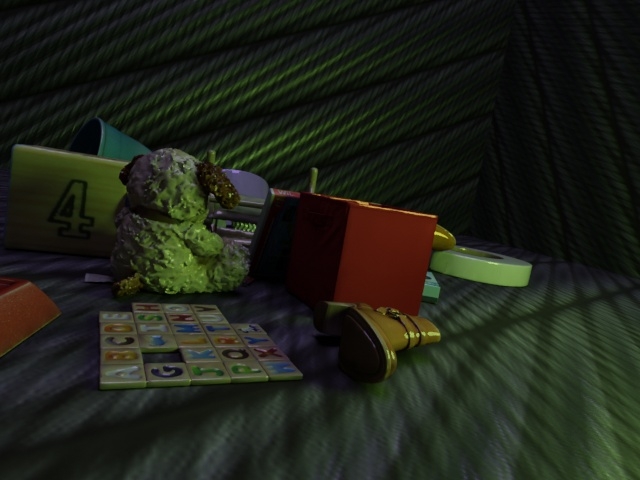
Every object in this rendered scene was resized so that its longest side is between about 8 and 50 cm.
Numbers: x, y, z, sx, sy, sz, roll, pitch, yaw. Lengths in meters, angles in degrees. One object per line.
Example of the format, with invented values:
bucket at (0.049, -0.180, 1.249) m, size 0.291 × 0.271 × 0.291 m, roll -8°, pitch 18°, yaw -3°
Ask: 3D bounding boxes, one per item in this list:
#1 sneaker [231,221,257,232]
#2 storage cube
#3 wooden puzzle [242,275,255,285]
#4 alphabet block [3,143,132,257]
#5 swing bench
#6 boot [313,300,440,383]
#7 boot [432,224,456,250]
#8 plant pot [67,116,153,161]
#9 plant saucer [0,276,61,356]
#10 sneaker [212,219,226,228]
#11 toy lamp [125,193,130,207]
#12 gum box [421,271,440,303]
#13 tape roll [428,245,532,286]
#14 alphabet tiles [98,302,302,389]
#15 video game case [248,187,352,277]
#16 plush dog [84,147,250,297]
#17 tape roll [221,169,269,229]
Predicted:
sneaker at (-0.135, -0.028, 1.417) m, size 0.293 × 0.102 × 0.146 m, roll 12°, pitch 0°, yaw -14°
storage cube at (0.064, 0.025, 0.811) m, size 0.215 × 0.193 × 0.183 m, roll 5°, pitch 8°, yaw -28°
wooden puzzle at (-0.156, 0.075, 0.871) m, size 0.049 × 0.006 × 0.083 m, roll 10°, pitch 7°, yaw 4°
alphabet block at (-0.494, -0.081, 0.913) m, size 0.197 × 0.193 × 0.192 m, roll 7°, pitch 9°, yaw -21°
swing bench at (-0.150, -0.042, 1.038) m, size 0.253 × 0.255 × 0.165 m, roll 8°, pitch 44°, yaw -5°
boot at (0.091, 0.122, 0.576) m, size 0.152 × 0.073 × 0.197 m, roll 11°, pitch 8°, yaw -21°
boot at (0.250, 0.023, 1.337) m, size 0.295 × 0.104 × 0.211 m, roll 19°, pitch 42°, yaw 5°
plant pot at (-0.520, -0.145, 1.199) m, size 0.255 × 0.272 × 0.271 m, roll 22°, pitch -4°, yaw -43°
plant saucer at (-0.422, 0.067, 0.410) m, size 0.258 × 0.048 × 0.259 m, roll 8°, pitch 8°, yaw -9°
sneaker at (-0.349, -0.064, 1.215) m, size 0.086 × 0.132 × 0.228 m, roll 15°, pitch 8°, yaw 38°
toy lamp at (-0.330, -0.040, 0.981) m, size 0.080 × 0.080 × 0.275 m, roll 10°, pitch -17°, yaw 5°
gum box at (0.188, 0.093, 1.053) m, size 0.157 × 0.041 × 0.184 m, roll 11°, pitch 8°, yaw 8°
tape roll at (0.511, 0.074, 1.544) m, size 0.392 × 0.072 × 0.392 m, roll 10°, pitch 7°, yaw -1°
alphabet tiles at (-0.157, 0.115, 0.541) m, size 0.198 × 0.009 × 0.237 m, roll 6°, pitch 8°, yaw -27°
video game case at (0.000, 0.000, 0.944) m, size 0.285 × 0.204 × 0.025 m, roll 6°, pitch 36°, yaw -26°
plush dog at (-0.251, -0.035, 0.723) m, size 0.262 × 0.225 × 0.210 m, roll 12°, pitch 7°, yaw 15°
tape roll at (-0.295, -0.118, 1.400) m, size 0.274 × 0.090 × 0.275 m, roll -6°, pitch -19°, yaw -2°
